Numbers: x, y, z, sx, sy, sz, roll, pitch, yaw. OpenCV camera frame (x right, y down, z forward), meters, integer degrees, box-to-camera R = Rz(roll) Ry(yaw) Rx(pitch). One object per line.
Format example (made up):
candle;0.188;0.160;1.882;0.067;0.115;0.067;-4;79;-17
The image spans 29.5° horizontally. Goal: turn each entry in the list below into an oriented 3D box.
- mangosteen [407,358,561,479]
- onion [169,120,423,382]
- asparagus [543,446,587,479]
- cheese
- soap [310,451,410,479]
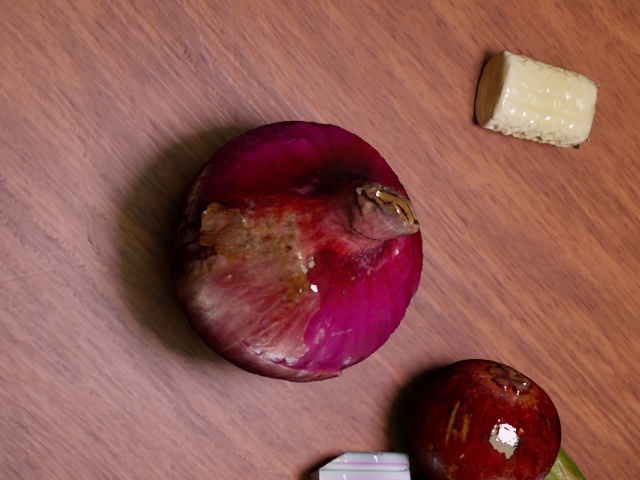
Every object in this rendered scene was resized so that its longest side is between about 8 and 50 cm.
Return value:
mangosteen;0.220;0.297;1.727;0.215;0.215;0.257;12;112;-24
onion;0.000;0.000;1.527;0.347;0.385;0.348;9;73;-29
asparagus;0.387;0.391;1.857;0.082;0.085;0.343;-42;101;-14
cheese;0.326;-0.211;1.845;0.167;0.094;0.123;12;93;-20
soap;0.052;0.349;1.703;0.149;0.056;0.100;5;68;-24
